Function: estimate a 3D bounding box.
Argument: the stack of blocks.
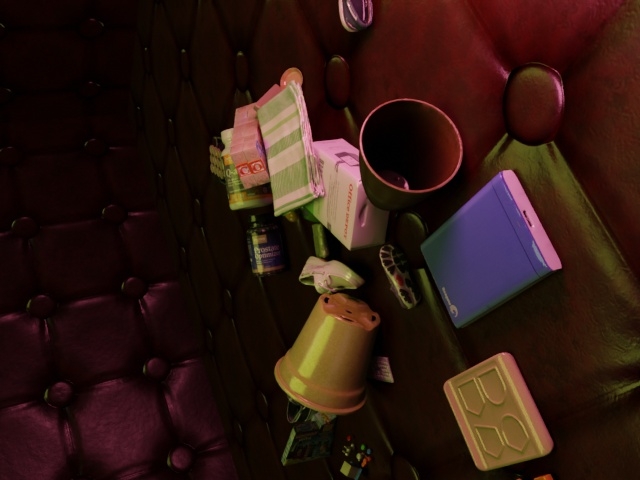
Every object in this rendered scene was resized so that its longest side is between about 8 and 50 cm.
[{"bbox_3d":[-0.203,-0.287,1.977,0.297,0.087,0.171,-93,-16,-52],"label":"stack of blocks"}]

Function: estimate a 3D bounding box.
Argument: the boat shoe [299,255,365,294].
[{"bbox_3d":[0.027,0.116,1.819,0.098,0.096,0.277,43,163,-24],"label":"boat shoe"}]

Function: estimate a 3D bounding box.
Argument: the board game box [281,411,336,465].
[{"bbox_3d":[-0.028,0.653,2.120,0.060,0.194,0.194,45,123,47],"label":"board game box"}]

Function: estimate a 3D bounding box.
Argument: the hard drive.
[{"bbox_3d":[0.332,0.030,1.290,0.210,0.040,0.319,69,152,19],"label":"hard drive"}]

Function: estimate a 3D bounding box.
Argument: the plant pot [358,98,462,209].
[{"bbox_3d":[0.172,-0.156,1.386,0.230,0.215,0.216,109,143,-68],"label":"plant pot"}]

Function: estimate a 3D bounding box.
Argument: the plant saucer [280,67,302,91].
[{"bbox_3d":[-0.085,-0.482,1.915,0.083,0.015,0.084,-3,85,33],"label":"plant saucer"}]

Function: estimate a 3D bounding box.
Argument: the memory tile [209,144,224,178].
[{"bbox_3d":[-0.403,-0.307,2.456,0.148,0.012,0.113,35,130,55],"label":"memory tile"}]

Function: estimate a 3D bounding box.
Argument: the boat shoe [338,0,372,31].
[{"bbox_3d":[0.075,-0.628,1.487,0.079,0.095,0.255,18,117,62],"label":"boat shoe"}]

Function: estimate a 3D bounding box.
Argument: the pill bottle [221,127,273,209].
[{"bbox_3d":[-0.264,-0.254,2.226,0.162,0.162,0.279,-7,94,63],"label":"pill bottle"}]

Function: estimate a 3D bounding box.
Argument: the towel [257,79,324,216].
[{"bbox_3d":[-0.093,-0.247,1.747,0.247,0.038,0.325,-21,79,56],"label":"towel"}]

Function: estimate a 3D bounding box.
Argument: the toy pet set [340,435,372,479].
[{"bbox_3d":[0.121,0.691,1.964,0.122,0.065,0.114,14,77,58],"label":"toy pet set"}]

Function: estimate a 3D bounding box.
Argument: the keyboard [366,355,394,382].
[{"bbox_3d":[0.136,0.368,1.836,0.256,0.014,0.072,-12,89,64],"label":"keyboard"}]

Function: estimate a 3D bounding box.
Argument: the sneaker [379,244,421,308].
[{"bbox_3d":[0.188,0.093,1.575,0.071,0.068,0.170,128,126,-64],"label":"sneaker"}]

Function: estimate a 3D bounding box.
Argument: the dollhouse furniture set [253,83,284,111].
[{"bbox_3d":[-0.136,-0.364,1.951,0.151,0.144,0.123,39,148,-2],"label":"dollhouse furniture set"}]

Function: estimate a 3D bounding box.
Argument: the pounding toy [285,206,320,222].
[{"bbox_3d":[-0.081,-0.122,1.900,0.236,0.110,0.183,25,141,46],"label":"pounding toy"}]

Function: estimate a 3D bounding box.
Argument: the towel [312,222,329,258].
[{"bbox_3d":[0.000,0.000,1.909,0.148,0.027,0.110,158,103,-82],"label":"towel"}]

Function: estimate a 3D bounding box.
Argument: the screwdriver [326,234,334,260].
[{"bbox_3d":[0.037,0.064,1.910,0.025,0.024,0.170,13,115,49],"label":"screwdriver"}]

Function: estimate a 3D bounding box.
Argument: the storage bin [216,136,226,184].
[{"bbox_3d":[-0.341,-0.311,2.441,0.122,0.084,0.180,29,126,57],"label":"storage bin"}]

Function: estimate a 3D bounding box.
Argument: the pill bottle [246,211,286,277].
[{"bbox_3d":[-0.197,0.013,2.237,0.122,0.122,0.220,-3,97,63],"label":"pill bottle"}]

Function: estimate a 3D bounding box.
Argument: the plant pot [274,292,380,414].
[{"bbox_3d":[0.039,0.294,1.744,0.276,0.275,0.254,43,120,50],"label":"plant pot"}]

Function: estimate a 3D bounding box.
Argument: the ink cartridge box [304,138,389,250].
[{"bbox_3d":[0.069,-0.127,1.667,0.273,0.114,0.199,46,138,49],"label":"ink cartridge box"}]

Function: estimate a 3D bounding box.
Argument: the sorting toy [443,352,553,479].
[{"bbox_3d":[0.392,0.410,1.328,0.229,0.041,0.308,-49,57,53],"label":"sorting toy"}]

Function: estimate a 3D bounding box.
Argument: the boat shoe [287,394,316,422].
[{"bbox_3d":[-0.065,0.529,2.194,0.108,0.102,0.301,55,145,39],"label":"boat shoe"}]
